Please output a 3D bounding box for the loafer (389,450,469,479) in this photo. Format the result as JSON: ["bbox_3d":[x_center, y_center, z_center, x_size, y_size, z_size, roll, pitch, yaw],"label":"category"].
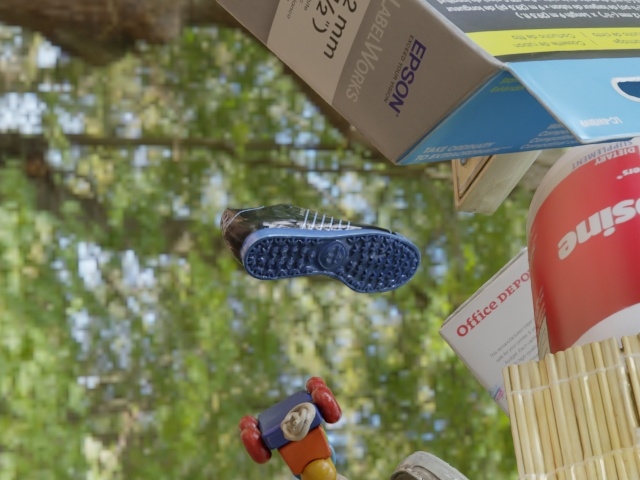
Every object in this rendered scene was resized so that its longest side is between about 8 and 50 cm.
[{"bbox_3d":[0.159,0.364,1.563,0.319,0.111,0.112,55,-31,23],"label":"loafer"}]

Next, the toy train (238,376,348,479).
[{"bbox_3d":[-0.004,0.233,1.553,0.143,0.105,0.248,60,-3,-3],"label":"toy train"}]

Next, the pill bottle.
[{"bbox_3d":[0.300,0.091,1.294,0.407,0.229,0.229,-86,-173,-56],"label":"pill bottle"}]

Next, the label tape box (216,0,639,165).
[{"bbox_3d":[0.116,-0.133,1.034,0.347,0.249,0.115,47,-52,32],"label":"label tape box"}]

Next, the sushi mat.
[{"bbox_3d":[0.187,0.162,0.808,0.316,0.151,0.019,-90,164,-51],"label":"sushi mat"}]

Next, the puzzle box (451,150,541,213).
[{"bbox_3d":[0.224,-0.229,1.749,0.409,0.052,0.272,117,-28,-65],"label":"puzzle box"}]

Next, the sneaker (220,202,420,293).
[{"bbox_3d":[0.000,0.000,1.662,0.090,0.232,0.081,50,-56,48],"label":"sneaker"}]

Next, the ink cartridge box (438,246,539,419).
[{"bbox_3d":[0.262,0.133,1.733,0.154,0.093,0.212,-43,-108,12],"label":"ink cartridge box"}]
